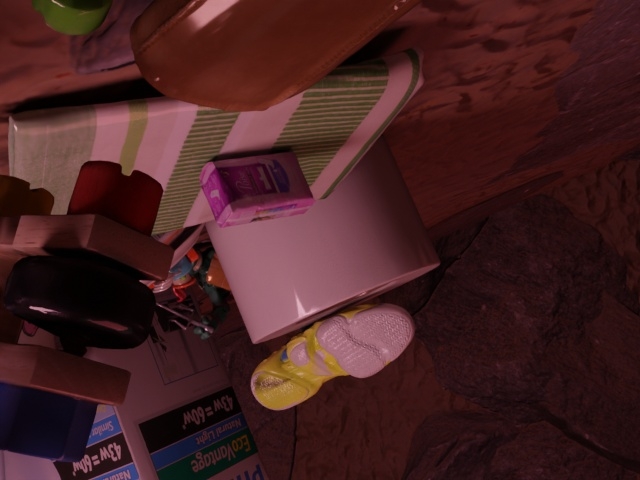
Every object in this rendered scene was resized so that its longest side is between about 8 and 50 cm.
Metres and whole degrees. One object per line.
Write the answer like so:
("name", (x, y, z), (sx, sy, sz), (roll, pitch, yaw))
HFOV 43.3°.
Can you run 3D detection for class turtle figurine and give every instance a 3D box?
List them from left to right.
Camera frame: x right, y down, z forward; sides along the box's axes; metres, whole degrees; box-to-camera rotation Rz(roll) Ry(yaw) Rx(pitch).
("turtle figurine", (-0.114, 0.047, 1.122), (0.234, 0.175, 0.118), (14, -171, -20))

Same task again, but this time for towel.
("towel", (-0.091, -0.068, 0.668), (0.324, 0.038, 0.248), (-14, 165, -26))

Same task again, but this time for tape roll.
("tape roll", (0.000, 0.000, 0.964), (0.246, 0.169, 0.246), (-22, 173, -3))

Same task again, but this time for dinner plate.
("dinner plate", (-0.175, 0.017, 0.895), (0.141, 0.017, 0.141), (-36, -163, 13))

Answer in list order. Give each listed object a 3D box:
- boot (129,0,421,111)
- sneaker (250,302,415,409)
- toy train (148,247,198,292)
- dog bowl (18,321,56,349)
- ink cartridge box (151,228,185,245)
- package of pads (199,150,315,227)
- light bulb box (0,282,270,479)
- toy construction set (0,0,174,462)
("boot", (0.065, -0.160, 0.430), (0.236, 0.089, 0.269), (1, 157, -46))
("sneaker", (0.018, 0.133, 1.062), (0.240, 0.091, 0.126), (-26, -170, 19))
("toy train", (-0.215, 0.060, 0.960), (0.166, 0.046, 0.125), (-15, -152, 29))
("dog bowl", (-0.477, 0.181, 0.887), (0.408, 0.150, 0.408), (-23, 173, -3))
("ink cartridge box", (-0.212, 0.035, 0.863), (0.145, 0.045, 0.179), (-46, 178, -21))
("package of pads", (-0.050, -0.042, 0.643), (0.083, 0.050, 0.032), (-11, 156, -34))
("light bulb box", (-0.320, 0.278, 1.202), (0.358, 0.361, 0.225), (-29, 170, 34))
("toy construction set", (-0.207, 0.051, 0.351), (0.257, 0.309, 0.237), (-9, 171, -29))
